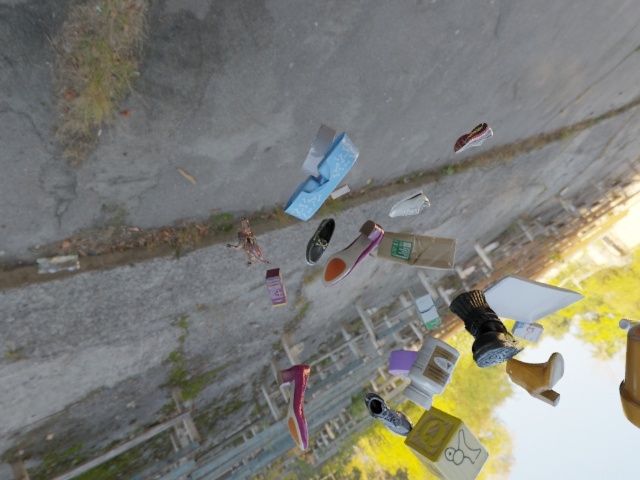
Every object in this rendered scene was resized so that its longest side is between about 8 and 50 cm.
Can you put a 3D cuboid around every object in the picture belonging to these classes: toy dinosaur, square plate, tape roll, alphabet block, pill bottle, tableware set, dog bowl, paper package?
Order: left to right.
[{"bbox_3d":[-0.356,0.040,2.092,0.127,0.296,0.200,-49,-162,-30],"label":"toy dinosaur"},{"bbox_3d":[-0.011,-0.374,1.691,0.219,0.072,0.220,-156,-90,-82],"label":"tape roll"},{"bbox_3d":[0.005,-0.185,1.220,0.297,0.074,0.166,-50,-167,12],"label":"dog bowl"},{"bbox_3d":[0.276,0.057,2.485,0.168,0.141,0.020,37,106,-24],"label":"tableware set"},{"bbox_3d":[0.521,0.051,2.210,0.309,0.168,0.324,5,-177,-25],"label":"paper package"},{"bbox_3d":[0.447,0.571,1.822,0.274,0.090,0.275,9,156,4],"label":"tape roll"},{"bbox_3d":[0.385,0.467,1.425,0.230,0.131,0.131,-59,164,-12],"label":"pill bottle"},{"bbox_3d":[0.475,0.785,1.530,0.192,0.197,0.193,-44,-166,-23],"label":"alphabet block"},{"bbox_3d":[0.848,0.247,1.719,0.346,0.049,0.344,14,148,-7],"label":"square plate"},{"bbox_3d":[1.146,0.312,1.485,0.083,0.044,0.043,10,147,-12],"label":"pill bottle"}]

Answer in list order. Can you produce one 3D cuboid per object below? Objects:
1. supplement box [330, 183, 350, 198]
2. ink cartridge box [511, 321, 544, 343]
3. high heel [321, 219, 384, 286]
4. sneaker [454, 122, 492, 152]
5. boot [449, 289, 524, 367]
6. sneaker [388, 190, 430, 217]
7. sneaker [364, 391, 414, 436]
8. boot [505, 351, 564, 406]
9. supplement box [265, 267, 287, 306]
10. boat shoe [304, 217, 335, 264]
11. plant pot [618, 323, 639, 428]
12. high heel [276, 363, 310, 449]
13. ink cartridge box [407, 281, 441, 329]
[{"bbox_3d":[0.099,-0.254,2.105,0.098,0.036,0.062,-27,-166,0],"label":"supplement box"},{"bbox_3d":[1.027,0.445,2.004,0.052,0.122,0.089,-49,154,-67],"label":"ink cartridge box"},{"bbox_3d":[0.161,0.079,1.884,0.377,0.127,0.181,-47,152,6],"label":"high heel"},{"bbox_3d":[0.829,-0.537,2.199,0.092,0.088,0.225,29,141,-29],"label":"sneaker"},{"bbox_3d":[0.544,0.290,1.389,0.131,0.260,0.347,-40,148,19],"label":"boot"},{"bbox_3d":[0.458,-0.171,2.083,0.234,0.095,0.090,-29,168,-15],"label":"sneaker"},{"bbox_3d":[0.305,0.798,1.836,0.101,0.268,0.153,-53,159,-8],"label":"sneaker"},{"bbox_3d":[0.858,0.525,1.641,0.104,0.211,0.296,-29,122,-25],"label":"boot"},{"bbox_3d":[-0.248,0.264,2.286,0.080,0.188,0.104,-11,-156,2],"label":"supplement box"},{"bbox_3d":[0.000,0.000,1.757,0.068,0.081,0.228,-26,-143,60],"label":"boat shoe"},{"bbox_3d":[0.746,0.282,0.857,0.204,0.188,0.205,-16,-175,1],"label":"plant pot"},{"bbox_3d":[-0.051,0.504,1.246,0.117,0.244,0.082,-3,141,-29],"label":"high heel"},{"bbox_3d":[0.566,0.355,2.216,0.086,0.209,0.153,-25,-160,3],"label":"ink cartridge box"}]
